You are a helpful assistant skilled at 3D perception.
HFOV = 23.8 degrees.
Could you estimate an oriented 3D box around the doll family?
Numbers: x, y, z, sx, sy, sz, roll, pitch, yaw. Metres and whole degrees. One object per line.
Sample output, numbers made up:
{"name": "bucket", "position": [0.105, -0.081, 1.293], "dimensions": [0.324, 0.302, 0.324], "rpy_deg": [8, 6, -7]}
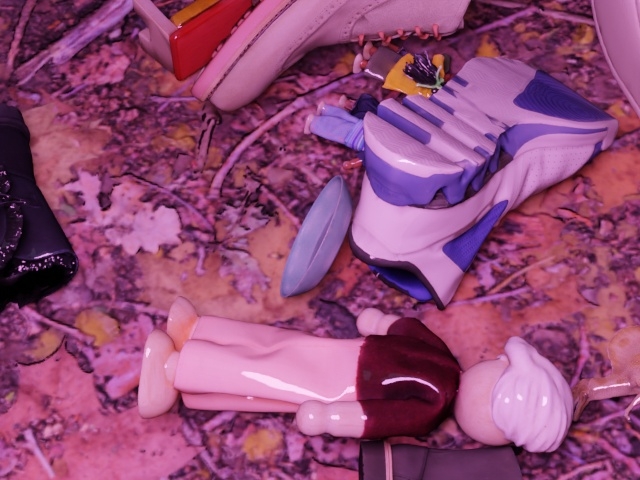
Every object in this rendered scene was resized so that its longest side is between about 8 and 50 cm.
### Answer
{"name": "doll family", "position": [0.071, -0.127, 1.446], "dimensions": [0.111, 0.076, 0.193], "rpy_deg": [28, 66, 17]}

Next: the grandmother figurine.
{"name": "grandmother figurine", "position": [0.037, 0.114, 1.247], "dimensions": [0.342, 0.104, 0.208], "rpy_deg": [8, 34, 12]}

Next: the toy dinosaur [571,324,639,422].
{"name": "toy dinosaur", "position": [0.290, 0.101, 1.277], "dimensions": [0.183, 0.053, 0.092], "rpy_deg": [-33, 58, -18]}

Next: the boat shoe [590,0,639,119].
{"name": "boat shoe", "position": [0.341, -0.173, 1.435], "dimensions": [0.096, 0.117, 0.324], "rpy_deg": [-10, 58, -9]}

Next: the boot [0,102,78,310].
{"name": "boot", "position": [-0.358, -0.024, 1.367], "dimensions": [0.246, 0.094, 0.207], "rpy_deg": [-7, 50, -22]}

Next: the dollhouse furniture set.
{"name": "dollhouse furniture set", "position": [-0.004, -0.315, 1.502], "dimensions": [0.374, 0.201, 0.152], "rpy_deg": [-38, 61, -22]}

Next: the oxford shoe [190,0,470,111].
{"name": "oxford shoe", "position": [0.057, -0.227, 1.394], "dimensions": [0.397, 0.146, 0.140], "rpy_deg": [-37, 11, 12]}

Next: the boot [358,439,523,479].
{"name": "boot", "position": [0.105, 0.240, 1.182], "dimensions": [0.137, 0.077, 0.198], "rpy_deg": [-2, 55, -4]}

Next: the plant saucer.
{"name": "plant saucer", "position": [0.000, 0.000, 1.340], "dimensions": [0.021, 0.119, 0.119], "rpy_deg": [25, 56, -12]}

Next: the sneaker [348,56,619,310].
{"name": "sneaker", "position": [0.119, -0.046, 1.354], "dimensions": [0.127, 0.182, 0.315], "rpy_deg": [39, 36, 25]}
